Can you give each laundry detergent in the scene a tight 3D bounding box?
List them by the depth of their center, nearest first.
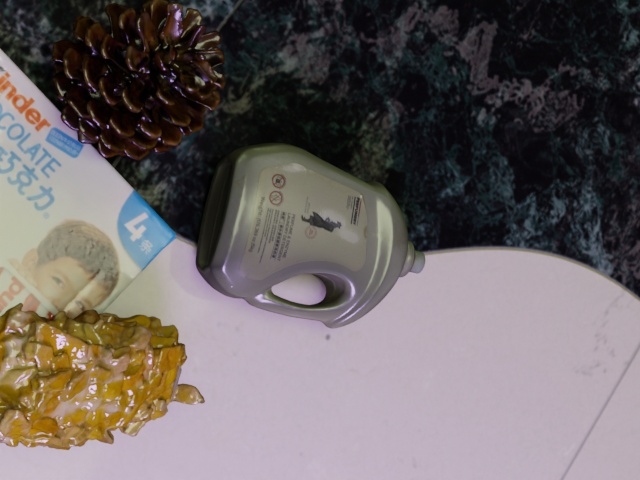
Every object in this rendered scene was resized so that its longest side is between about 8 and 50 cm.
[{"bbox_3d":[0.000,0.000,1.471,0.253,0.091,0.181,15,81,-24],"label":"laundry detergent"}]

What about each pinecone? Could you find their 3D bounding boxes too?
[{"bbox_3d":[-0.170,-0.169,1.346,0.163,0.165,0.162,25,57,-45],"label":"pinecone"}]

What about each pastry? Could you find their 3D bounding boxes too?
[{"bbox_3d":[-0.227,0.140,1.307,0.250,0.102,0.154,12,102,-53],"label":"pastry"}]

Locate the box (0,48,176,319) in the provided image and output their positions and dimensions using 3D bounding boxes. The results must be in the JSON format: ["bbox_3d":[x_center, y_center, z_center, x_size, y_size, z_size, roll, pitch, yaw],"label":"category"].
[{"bbox_3d":[-0.324,-0.009,1.342,0.273,0.048,0.265,47,69,-15],"label":"box"}]
